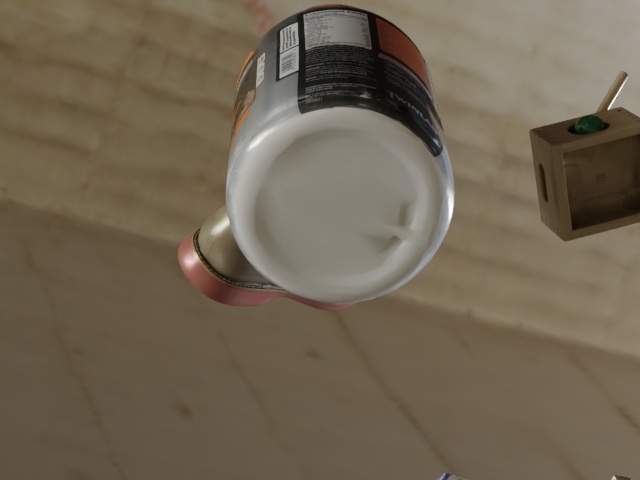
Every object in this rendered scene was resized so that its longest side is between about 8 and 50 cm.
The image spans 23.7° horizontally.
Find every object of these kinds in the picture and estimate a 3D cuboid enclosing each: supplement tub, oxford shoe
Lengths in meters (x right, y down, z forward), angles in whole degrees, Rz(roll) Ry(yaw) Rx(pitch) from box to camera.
[{"bbox_3d":[0.016,-0.102,1.480,0.207,0.207,0.338,18,-155,-9],"label":"supplement tub"},{"bbox_3d":[0.000,0.000,1.758,0.348,0.130,0.123,-7,-123,-51],"label":"oxford shoe"}]

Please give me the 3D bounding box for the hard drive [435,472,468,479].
[{"bbox_3d":[0.062,0.404,1.664,0.040,0.210,0.318,23,145,-12],"label":"hard drive"}]

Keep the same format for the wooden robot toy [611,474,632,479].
[{"bbox_3d":[0.403,0.396,1.995,0.076,0.173,0.079,-10,-154,-12],"label":"wooden robot toy"}]

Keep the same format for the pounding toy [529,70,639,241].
[{"bbox_3d":[0.298,-0.093,1.653,0.130,0.141,0.100,-14,-159,-9],"label":"pounding toy"}]
